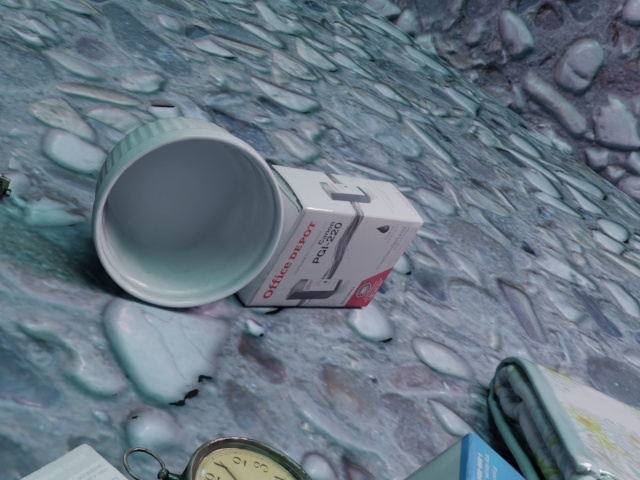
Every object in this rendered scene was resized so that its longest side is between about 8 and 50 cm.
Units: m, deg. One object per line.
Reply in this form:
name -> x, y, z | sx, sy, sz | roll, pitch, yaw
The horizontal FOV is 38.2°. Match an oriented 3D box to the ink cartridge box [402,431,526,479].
ink cartridge box -> 0.122, 0.318, 0.619 | 0.270, 0.197, 0.198 | 43, 24, -9

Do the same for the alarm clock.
alarm clock -> -0.081, 0.224, 0.783 | 0.192, 0.064, 0.129 | 29, 25, -10

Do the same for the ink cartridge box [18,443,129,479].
ink cartridge box -> -0.151, 0.266, 0.652 | 0.232, 0.066, 0.189 | 31, 24, 19

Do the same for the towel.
towel -> 0.369, 0.280, 1.072 | 0.321, 0.090, 0.374 | 27, 13, -5

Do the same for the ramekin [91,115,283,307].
ramekin -> -0.153, -0.040, 1.030 | 0.207, 0.207, 0.109 | 18, 20, -27

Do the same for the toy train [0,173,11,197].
toy train -> -0.416, -0.088, 1.026 | 0.158, 0.027, 0.036 | 27, 15, -9

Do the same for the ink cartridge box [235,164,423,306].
ink cartridge box -> 0.000, 0.000, 1.168 | 0.218, 0.158, 0.092 | 6, 36, -42
